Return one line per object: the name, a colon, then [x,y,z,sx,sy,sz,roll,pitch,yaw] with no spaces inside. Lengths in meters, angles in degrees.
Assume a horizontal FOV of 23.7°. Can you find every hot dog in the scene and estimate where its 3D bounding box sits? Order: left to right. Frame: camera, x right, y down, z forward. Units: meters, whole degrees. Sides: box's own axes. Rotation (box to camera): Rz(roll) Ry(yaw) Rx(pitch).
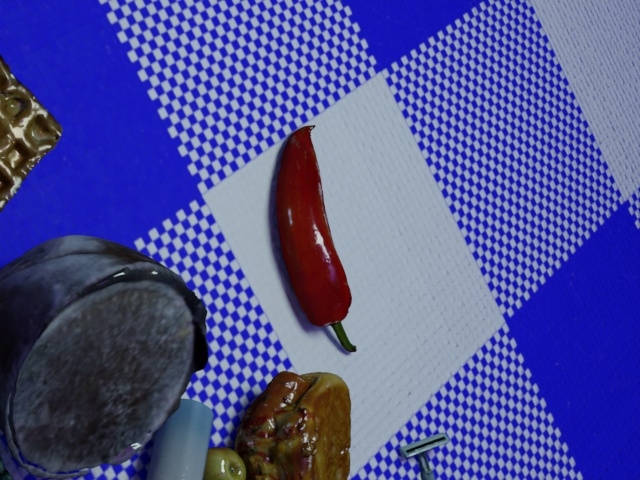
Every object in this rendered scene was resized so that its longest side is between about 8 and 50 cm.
hot dog: [-0.040,0.308,2.190,0.153,0.150,0.257,24,62,-49]

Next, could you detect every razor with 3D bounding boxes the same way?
razor: [0.187,0.423,2.467,0.084,0.036,0.211,-16,96,-23]

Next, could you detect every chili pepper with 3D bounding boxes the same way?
chili pepper: [-0.004,-0.005,2.360,0.137,0.092,0.368,-3,83,-57]

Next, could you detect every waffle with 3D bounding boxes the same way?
waffle: [-0.474,-0.102,1.885,0.213,0.091,0.308,52,55,-28]

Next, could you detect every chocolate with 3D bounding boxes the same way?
chocolate: [-0.319,0.121,1.912,0.303,0.213,0.303,-28,136,-31]

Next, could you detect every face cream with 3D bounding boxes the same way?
face cream: [-0.199,0.337,2.043,0.077,0.077,0.250,35,46,-33]

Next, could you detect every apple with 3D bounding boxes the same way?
apple: [-0.142,0.327,2.129,0.084,0.071,0.084,15,68,-43]

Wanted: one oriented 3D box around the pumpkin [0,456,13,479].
pumpkin: [-0.477,0.313,1.685,0.315,0.238,0.315,51,27,-39]
